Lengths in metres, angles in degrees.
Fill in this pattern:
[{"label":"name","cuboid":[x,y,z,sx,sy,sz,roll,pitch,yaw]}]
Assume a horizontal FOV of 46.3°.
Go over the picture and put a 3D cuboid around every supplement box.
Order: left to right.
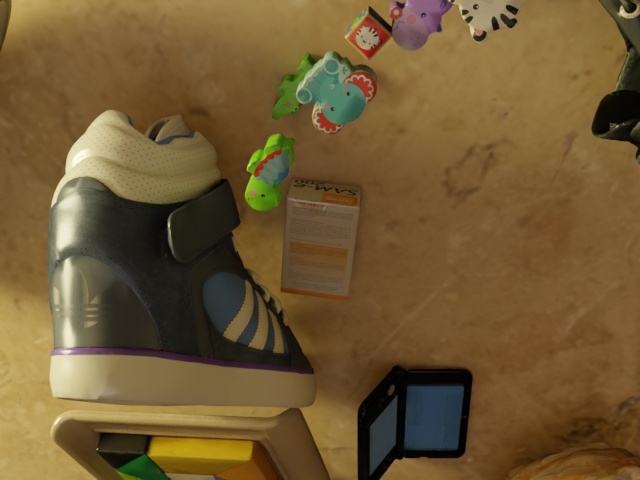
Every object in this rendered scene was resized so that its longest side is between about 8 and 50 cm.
[{"label":"supplement box","cuboid":[0.000,0.000,0.650,0.062,0.036,0.098,8,122,3]}]

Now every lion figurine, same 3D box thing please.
[{"label":"lion figurine","cuboid":[0.256,0.360,0.799,0.240,0.142,0.392,-20,131,10]}]

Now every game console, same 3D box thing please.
[{"label":"game console","cuboid":[0.092,0.190,0.738,0.071,0.107,0.122,18,126,30]}]

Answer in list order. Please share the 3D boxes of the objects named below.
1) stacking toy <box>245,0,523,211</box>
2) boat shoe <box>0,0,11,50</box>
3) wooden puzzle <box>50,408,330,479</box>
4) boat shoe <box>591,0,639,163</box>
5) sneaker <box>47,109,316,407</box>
[{"label":"stacking toy","cuboid":[0.038,-0.123,0.494,0.052,0.167,0.221,40,117,-17]},{"label":"boat shoe","cuboid":[-0.351,-0.080,0.605,0.095,0.112,0.335,29,124,-16]},{"label":"wooden puzzle","cuboid":[-0.121,0.231,0.760,0.239,0.044,0.221,-4,143,8]},{"label":"boat shoe","cuboid":[0.229,-0.112,0.500,0.113,0.127,0.340,-25,114,22]},{"label":"sneaker","cuboid":[-0.092,0.018,0.625,0.130,0.323,0.236,-5,76,24]}]
